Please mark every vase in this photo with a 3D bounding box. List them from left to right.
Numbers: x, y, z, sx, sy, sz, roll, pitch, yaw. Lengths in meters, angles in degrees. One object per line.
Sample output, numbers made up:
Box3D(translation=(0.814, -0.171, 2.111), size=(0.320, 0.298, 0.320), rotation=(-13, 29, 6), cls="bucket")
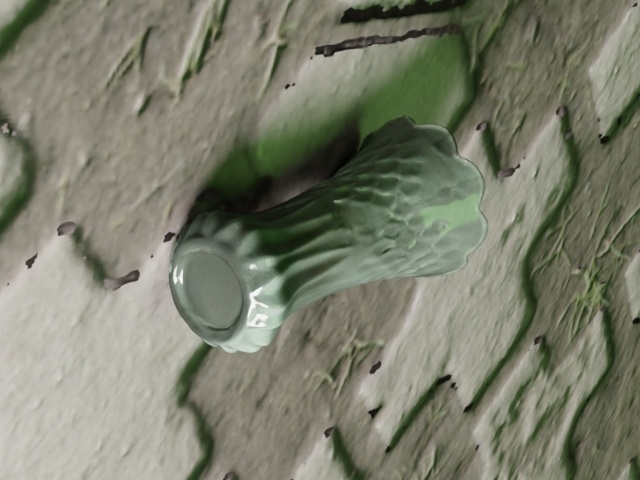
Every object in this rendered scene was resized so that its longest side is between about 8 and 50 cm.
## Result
Box3D(translation=(0.000, 0.000, 0.805), size=(0.148, 0.081, 0.081), rotation=(-23, 132, -45), cls="vase")
